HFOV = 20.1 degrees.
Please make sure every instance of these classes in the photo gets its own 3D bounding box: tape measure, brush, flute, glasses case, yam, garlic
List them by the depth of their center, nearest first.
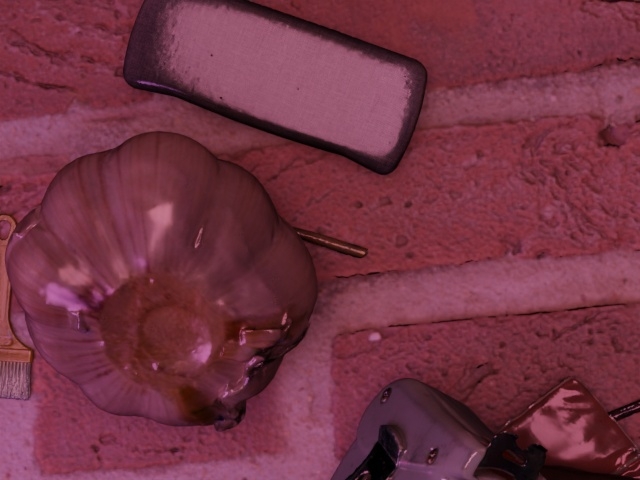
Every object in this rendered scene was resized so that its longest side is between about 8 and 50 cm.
[{"bbox_3d":[0.095,0.262,1.828,0.125,0.243,0.246,31,93,-22],"label":"tape measure"},{"bbox_3d":[-0.168,0.042,1.865,0.322,0.241,0.322,0,93,-9],"label":"garlic"},{"bbox_3d":[0.238,0.221,1.937,0.269,0.014,0.014,-23,87,4],"label":"flute"},{"bbox_3d":[-0.048,-0.180,1.941,0.323,0.074,0.131,20,89,5],"label":"glasses case"},{"bbox_3d":[0.000,0.000,1.963,0.107,0.014,0.014,17,90,5],"label":"yam"},{"bbox_3d":[-0.356,0.072,1.994,0.083,0.011,0.205,3,88,6],"label":"brush"}]

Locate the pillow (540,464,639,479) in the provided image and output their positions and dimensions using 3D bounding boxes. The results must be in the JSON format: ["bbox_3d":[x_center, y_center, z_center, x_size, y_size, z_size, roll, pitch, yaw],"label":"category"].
[{"bbox_3d":[0.289,0.370,1.796,0.307,0.108,0.305,9,61,7],"label":"pillow"}]

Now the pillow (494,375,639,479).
[{"bbox_3d":[0.294,0.259,1.910,0.126,0.043,0.232,-43,92,6],"label":"pillow"}]
